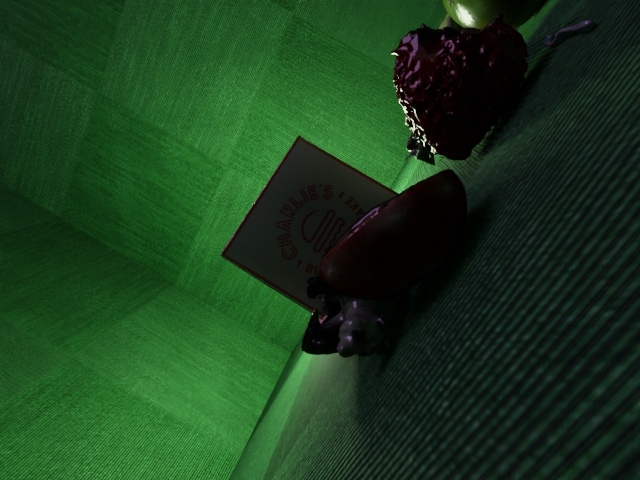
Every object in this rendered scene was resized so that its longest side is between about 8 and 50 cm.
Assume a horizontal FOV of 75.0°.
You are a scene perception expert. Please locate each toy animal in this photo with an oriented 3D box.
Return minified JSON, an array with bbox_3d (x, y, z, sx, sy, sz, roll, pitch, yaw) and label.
[{"bbox_3d":[0.051,0.079,0.570,0.225,0.121,0.093,-53,-38,-69],"label":"toy animal"}]

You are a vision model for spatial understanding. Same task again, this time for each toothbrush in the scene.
[{"bbox_3d":[0.290,-0.243,0.494,0.162,0.014,0.017,-57,-22,-65],"label":"toothbrush"}]

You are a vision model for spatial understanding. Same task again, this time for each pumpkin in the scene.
[{"bbox_3d":[0.038,0.118,0.715,0.119,0.108,0.183,108,-177,-45],"label":"pumpkin"}]

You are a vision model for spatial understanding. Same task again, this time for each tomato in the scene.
[{"bbox_3d":[0.093,0.008,0.465,0.166,0.082,0.174,-20,-23,-30],"label":"tomato"}]

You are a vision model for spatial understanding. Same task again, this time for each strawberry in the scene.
[{"bbox_3d":[0.199,-0.221,0.620,0.184,0.187,0.201,-132,41,-68],"label":"strawberry"}]

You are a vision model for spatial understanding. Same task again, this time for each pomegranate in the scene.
[{"bbox_3d":[0.389,-0.553,0.848,0.302,0.235,0.236,-23,-17,-20],"label":"pomegranate"}]

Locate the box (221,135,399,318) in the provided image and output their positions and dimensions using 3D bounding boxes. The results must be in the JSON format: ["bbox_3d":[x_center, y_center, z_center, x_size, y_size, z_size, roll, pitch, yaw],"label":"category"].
[{"bbox_3d":[0.000,0.000,0.997,0.314,0.312,0.300,-59,-4,-9],"label":"box"}]

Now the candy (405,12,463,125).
[{"bbox_3d":[0.361,-0.474,1.207,0.320,0.135,0.179,118,162,-72],"label":"candy"}]

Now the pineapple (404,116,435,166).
[{"bbox_3d":[0.256,-0.280,0.928,0.169,0.169,0.340,-60,-9,-11],"label":"pineapple"}]
